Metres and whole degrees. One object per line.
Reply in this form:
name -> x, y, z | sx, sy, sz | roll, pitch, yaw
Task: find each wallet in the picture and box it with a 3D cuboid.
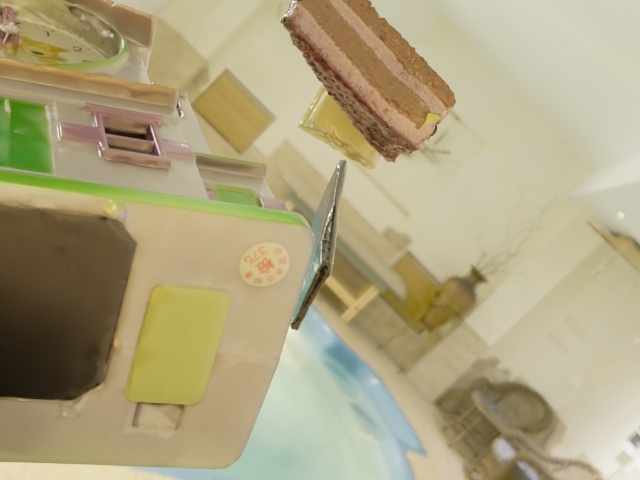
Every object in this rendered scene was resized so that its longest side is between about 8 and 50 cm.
wallet -> 0.001, 0.000, 1.488 | 0.030, 0.146, 0.285 | 18, 39, -5

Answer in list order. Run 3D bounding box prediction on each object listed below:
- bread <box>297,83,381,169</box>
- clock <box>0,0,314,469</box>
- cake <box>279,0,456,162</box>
bread -> 0.066, -0.216, 1.454 | 0.139, 0.178, 0.060 | 29, -7, -9
clock -> -0.166, -0.043, 0.503 | 0.235, 0.166, 0.309 | 8, 27, -23
cake -> 0.068, -0.227, 1.261 | 0.113, 0.116, 0.295 | 5, -34, 52
